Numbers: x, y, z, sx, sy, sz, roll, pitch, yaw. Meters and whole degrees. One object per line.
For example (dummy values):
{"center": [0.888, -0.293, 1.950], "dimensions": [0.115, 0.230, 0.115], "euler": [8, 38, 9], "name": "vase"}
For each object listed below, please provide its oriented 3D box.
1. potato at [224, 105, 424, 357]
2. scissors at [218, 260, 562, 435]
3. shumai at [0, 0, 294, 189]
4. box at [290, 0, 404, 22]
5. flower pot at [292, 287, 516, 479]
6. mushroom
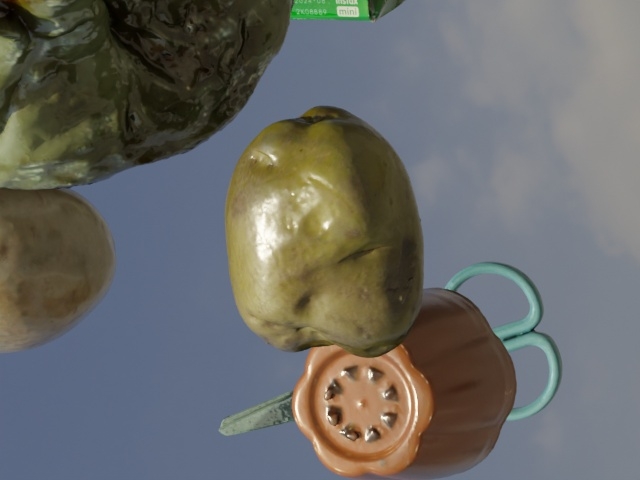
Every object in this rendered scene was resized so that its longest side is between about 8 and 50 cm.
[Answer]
{"center": [0.002, -0.002, 0.964], "dimensions": [0.137, 0.154, 0.200], "euler": [-81, -18, -68], "name": "potato"}
{"center": [0.070, 0.171, 1.535], "dimensions": [0.193, 0.447, 0.029], "euler": [71, -162, 2], "name": "scissors"}
{"center": [-0.213, -0.239, 1.041], "dimensions": [0.324, 0.397, 0.323], "euler": [62, 172, 9], "name": "shumai"}
{"center": [0.036, -0.345, 1.548], "dimensions": [0.250, 0.180, 0.103], "euler": [-40, -49, -57], "name": "box"}
{"center": [0.068, 0.136, 1.121], "dimensions": [0.173, 0.190, 0.191], "euler": [0, -96, -70], "name": "flower pot"}
{"center": [-0.392, -0.013, 1.512], "dimensions": [0.297, 0.297, 0.290], "euler": [17, -117, -53], "name": "mushroom"}
